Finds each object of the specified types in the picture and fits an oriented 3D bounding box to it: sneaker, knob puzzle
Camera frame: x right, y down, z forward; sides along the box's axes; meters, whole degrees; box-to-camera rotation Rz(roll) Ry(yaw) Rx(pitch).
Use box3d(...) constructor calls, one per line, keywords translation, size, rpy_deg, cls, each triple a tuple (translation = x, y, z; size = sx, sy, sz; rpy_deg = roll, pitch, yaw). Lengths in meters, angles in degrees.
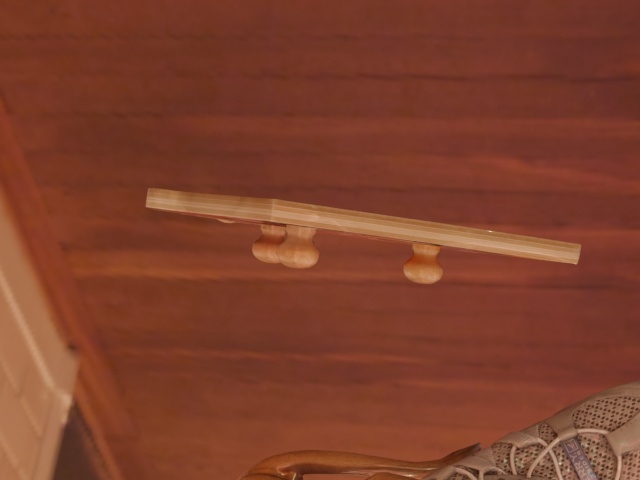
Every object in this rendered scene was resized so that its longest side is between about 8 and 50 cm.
box3d(translation=(0.117, 0.179, 0.901), size=(0.281, 0.105, 0.115), rpy_deg=(-34, 154, 5), cls="sneaker")
box3d(translation=(0.000, 0.000, 0.713), size=(0.213, 0.030, 0.213), rpy_deg=(7, 180, 0), cls="knob puzzle")

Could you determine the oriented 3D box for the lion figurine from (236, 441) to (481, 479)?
box3d(translation=(-0.051, 0.293, 1.051), size=(0.240, 0.392, 0.142), rpy_deg=(19, 163, 22), cls="lion figurine")
